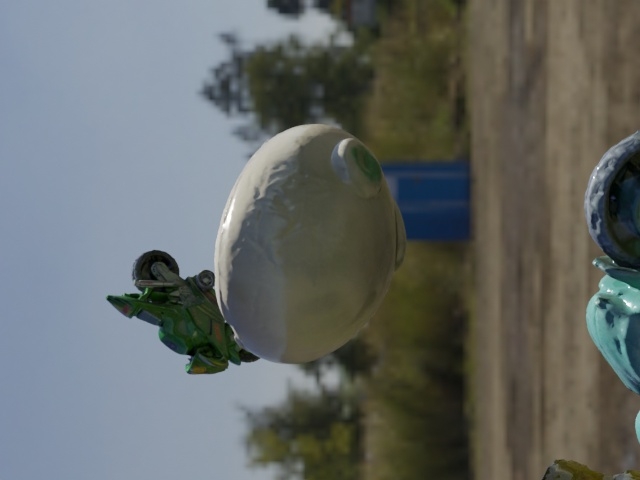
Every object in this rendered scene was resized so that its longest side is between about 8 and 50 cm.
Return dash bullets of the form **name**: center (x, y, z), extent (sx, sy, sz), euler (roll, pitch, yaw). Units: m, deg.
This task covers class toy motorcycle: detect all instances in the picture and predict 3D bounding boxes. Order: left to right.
- **toy motorcycle**: center (-0.155, 0.095, 2.201), extent (0.106, 0.190, 0.074), euler (-54, 4, -30)
- **toy motorcycle**: center (0.274, 0.053, 1.149), extent (0.109, 0.296, 0.198), euler (40, 114, 64)

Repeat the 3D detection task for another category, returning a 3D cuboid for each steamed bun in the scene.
- **steamed bun**: center (0.000, 0.000, 1.654), extent (0.177, 0.131, 0.228), euler (67, -147, -42)

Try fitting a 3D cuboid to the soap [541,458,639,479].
- **soap**: center (0.216, 0.317, 1.370), extent (0.324, 0.204, 0.096), euler (-60, -35, -36)
